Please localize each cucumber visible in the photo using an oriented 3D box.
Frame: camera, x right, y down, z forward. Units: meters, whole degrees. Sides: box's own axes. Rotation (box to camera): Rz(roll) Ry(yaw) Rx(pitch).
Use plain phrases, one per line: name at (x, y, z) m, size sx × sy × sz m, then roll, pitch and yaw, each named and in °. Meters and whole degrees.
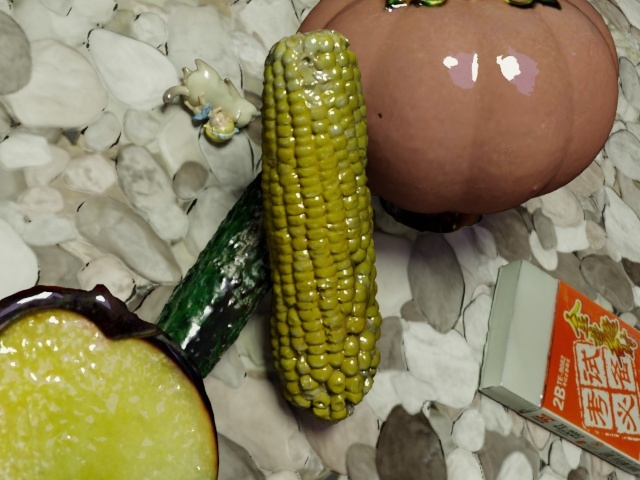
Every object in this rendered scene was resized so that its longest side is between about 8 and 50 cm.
cucumber at (-0.080, 0.039, 0.590) m, size 0.067 × 0.067 × 0.293 m, roll 39°, pitch 56°, yaw -12°

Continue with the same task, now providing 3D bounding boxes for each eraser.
eraser at (0.281, 0.138, 0.784) m, size 0.230 × 0.038 × 0.157 m, roll 30°, pitch 58°, yaw -18°

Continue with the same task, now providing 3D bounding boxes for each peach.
peach at (-0.164, 0.167, 0.474) m, size 0.189 × 0.068 × 0.279 m, roll 4°, pitch 87°, yaw -21°

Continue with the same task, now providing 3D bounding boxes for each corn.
corn at (0.000, 0.000, 0.561) m, size 0.097 × 0.097 × 0.320 m, roll -20°, pitch 116°, yaw -36°

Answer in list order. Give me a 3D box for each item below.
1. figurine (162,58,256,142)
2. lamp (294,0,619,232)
figurine at (-0.102, -0.123, 0.662) m, size 0.083 × 0.047 × 0.051 m, roll 37°, pitch 70°, yaw -22°
lamp at (0.118, -0.132, 0.673) m, size 0.305 × 0.240 × 0.305 m, roll 1°, pitch 35°, yaw -1°
